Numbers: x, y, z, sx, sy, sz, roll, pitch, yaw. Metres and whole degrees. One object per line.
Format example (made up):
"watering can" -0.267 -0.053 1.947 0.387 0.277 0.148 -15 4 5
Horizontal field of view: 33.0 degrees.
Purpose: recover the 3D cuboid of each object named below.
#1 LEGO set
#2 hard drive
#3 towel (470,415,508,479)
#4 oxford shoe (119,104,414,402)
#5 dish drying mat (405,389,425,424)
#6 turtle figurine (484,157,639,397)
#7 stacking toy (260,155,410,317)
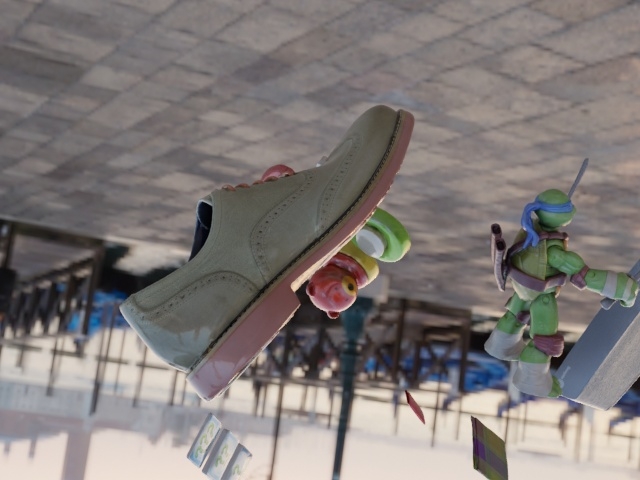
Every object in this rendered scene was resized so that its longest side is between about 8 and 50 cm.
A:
"LEGO set" -0.177 0.405 1.632 0.060 0.244 0.182 17 156 27
"hard drive" 0.477 0.154 1.694 0.172 0.254 0.054 24 -167 -49
"towel" 0.184 0.235 1.178 0.009 0.083 0.060 -35 117 26
"oxford shoe" -0.041 -0.027 1.105 0.146 0.397 0.140 39 148 -1
"dish drying mat" 0.175 0.309 1.993 0.008 0.032 0.083 -21 136 13
"turtle figurine" 0.335 0.059 1.427 0.198 0.266 0.275 29 -152 31
"stacking toy" 0.000 0.000 2.014 0.309 0.130 0.279 42 152 -13
